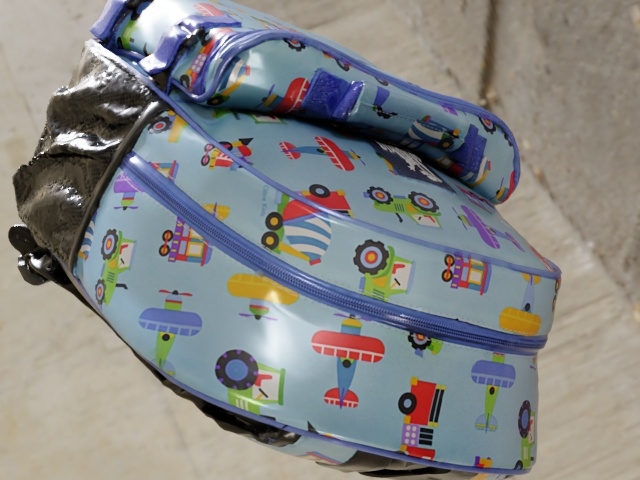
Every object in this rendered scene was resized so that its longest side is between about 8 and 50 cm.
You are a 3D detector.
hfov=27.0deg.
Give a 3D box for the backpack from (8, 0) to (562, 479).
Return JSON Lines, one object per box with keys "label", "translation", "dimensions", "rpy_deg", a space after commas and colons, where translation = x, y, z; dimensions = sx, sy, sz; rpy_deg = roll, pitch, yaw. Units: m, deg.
{"label": "backpack", "translation": [0.000, 0.000, 0.424], "dimensions": [0.173, 0.158, 0.117], "rpy_deg": [38, 107, 56]}
